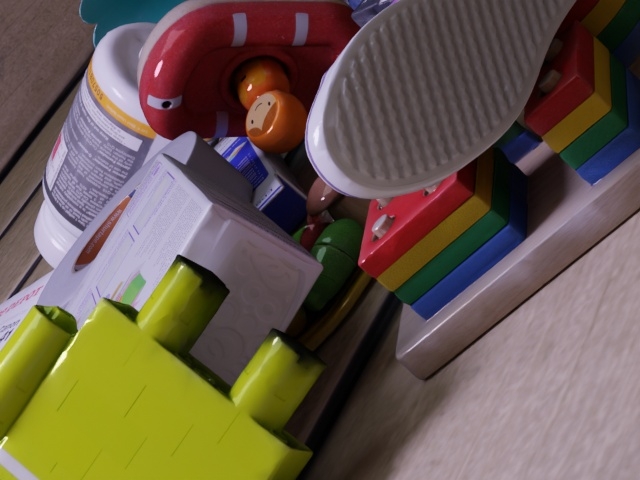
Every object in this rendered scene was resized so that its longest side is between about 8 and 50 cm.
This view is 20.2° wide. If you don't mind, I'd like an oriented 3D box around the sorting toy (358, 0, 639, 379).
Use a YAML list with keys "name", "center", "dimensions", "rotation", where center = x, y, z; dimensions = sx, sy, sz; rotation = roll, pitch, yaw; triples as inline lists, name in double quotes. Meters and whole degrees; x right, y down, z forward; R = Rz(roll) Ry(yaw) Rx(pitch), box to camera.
- name: "sorting toy"
  center: [0.133, -0.074, 1.191]
  dimensions: [0.257, 0.089, 0.255]
  rotation: [-42, 16, 26]

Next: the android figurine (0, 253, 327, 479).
- name: "android figurine"
  center: [-0.121, 0.152, 1.130]
  dimensions: [0.273, 0.248, 0.056]
  rotation: [-53, -22, 3]

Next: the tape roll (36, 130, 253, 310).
- name: "tape roll"
  center: [-0.159, 0.007, 1.612]
  dimensions: [0.219, 0.072, 0.219]
  rotation: [-44, 15, 15]

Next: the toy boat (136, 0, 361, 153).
- name: "toy boat"
  center: [-0.056, -0.141, 1.707]
  dimensions: [0.151, 0.231, 0.151]
  rotation: [-112, 26, -44]

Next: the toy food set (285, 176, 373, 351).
- name: "toy food set"
  center: [0.000, 0.000, 1.419]
  dimensions: [0.218, 0.071, 0.128]
  rotation: [-56, 16, -25]

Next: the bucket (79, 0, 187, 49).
- name: "bucket"
  center: [-0.118, -0.267, 2.056]
  dimensions: [0.183, 0.281, 0.281]
  rotation: [-52, 15, -27]

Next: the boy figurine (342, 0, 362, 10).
- name: "boy figurine"
  center: [0.027, -0.278, 1.816]
  dimensions: [0.092, 0.177, 0.285]
  rotation: [-58, -5, -7]

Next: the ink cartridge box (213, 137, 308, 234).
- name: "ink cartridge box"
  center: [-0.098, -0.009, 1.733]
  dimensions: [0.176, 0.069, 0.371]
  rotation: [-47, 13, 4]

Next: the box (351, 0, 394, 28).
- name: "box"
  center: [0.222, -0.337, 1.581]
  dimensions: [0.395, 0.097, 0.318]
  rotation: [-53, 17, -16]

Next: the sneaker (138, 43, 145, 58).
- name: "sneaker"
  center: [-0.066, -0.204, 1.809]
  dimensions: [0.121, 0.217, 0.079]
  rotation: [-60, 36, 36]

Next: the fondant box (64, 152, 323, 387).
- name: "fondant box"
  center: [-0.125, 0.072, 1.345]
  dimensions: [0.238, 0.096, 0.330]
  rotation: [-59, 13, 2]

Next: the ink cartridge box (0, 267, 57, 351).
- name: "ink cartridge box"
  center: [-0.317, 0.194, 1.724]
  dimensions: [0.226, 0.131, 0.306]
  rotation: [-27, 27, 54]

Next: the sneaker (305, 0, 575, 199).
- name: "sneaker"
  center: [0.061, -0.099, 1.115]
  dimensions: [0.282, 0.102, 0.161]
  rotation: [-46, 7, -37]

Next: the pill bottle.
- name: "pill bottle"
  center: [-0.211, -0.088, 1.968]
  dimensions: [0.278, 0.162, 0.162]
  rotation: [-59, 6, 39]
